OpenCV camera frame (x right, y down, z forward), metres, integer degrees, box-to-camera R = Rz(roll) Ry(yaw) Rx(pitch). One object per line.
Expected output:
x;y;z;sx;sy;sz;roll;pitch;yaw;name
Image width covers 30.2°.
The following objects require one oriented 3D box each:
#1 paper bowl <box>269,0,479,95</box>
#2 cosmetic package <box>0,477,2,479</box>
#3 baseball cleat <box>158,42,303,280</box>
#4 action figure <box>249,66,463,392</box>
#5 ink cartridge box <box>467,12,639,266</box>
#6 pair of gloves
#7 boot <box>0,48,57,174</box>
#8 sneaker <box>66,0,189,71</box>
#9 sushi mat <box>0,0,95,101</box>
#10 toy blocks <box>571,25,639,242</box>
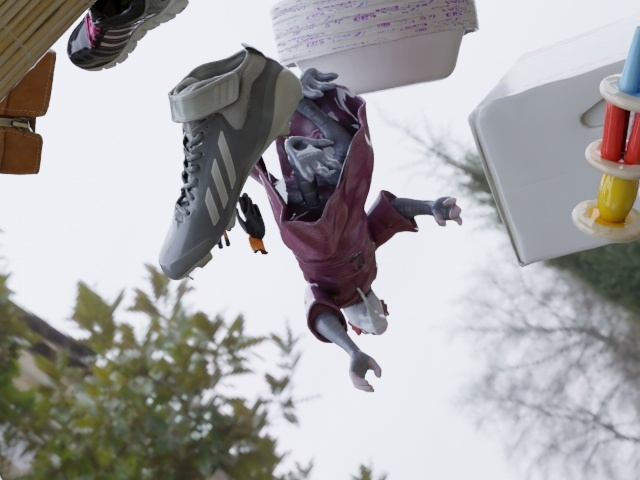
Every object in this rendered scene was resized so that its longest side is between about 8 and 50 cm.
0.079;-0.280;1.645;0.284;0.284;0.148;-19;-80;-51;paper bowl
-0.348;0.211;0.866;0.183;0.151;0.151;22;-87;-31;cosmetic package
-0.101;-0.070;1.002;0.109;0.072;0.206;31;-90;-31;baseball cleat
0.000;0.000;1.408;0.248;0.275;0.370;-53;-32;-28;action figure
0.326;-0.131;1.183;0.160;0.279;0.384;69;-158;-10;ink cartridge box
-0.089;-0.021;1.212;0.083;0.074;0.010;9;-38;-42;pair of gloves
-0.351;-0.180;1.087;0.220;0.109;0.283;2;-68;-20;boot
-0.196;-0.213;1.103;0.075;0.170;0.063;6;-112;-45;sneaker
-0.271;-0.130;0.767;0.151;0.019;0.316;50;-123;-26;sushi mat
0.235;-0.082;0.809;0.123;0.054;0.148;-18;-51;-31;toy blocks
